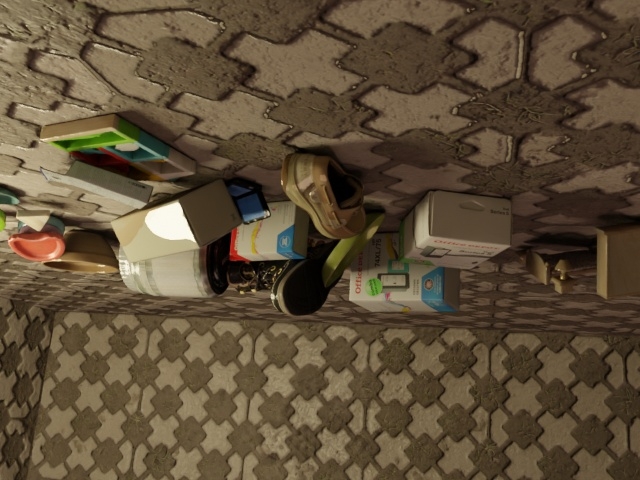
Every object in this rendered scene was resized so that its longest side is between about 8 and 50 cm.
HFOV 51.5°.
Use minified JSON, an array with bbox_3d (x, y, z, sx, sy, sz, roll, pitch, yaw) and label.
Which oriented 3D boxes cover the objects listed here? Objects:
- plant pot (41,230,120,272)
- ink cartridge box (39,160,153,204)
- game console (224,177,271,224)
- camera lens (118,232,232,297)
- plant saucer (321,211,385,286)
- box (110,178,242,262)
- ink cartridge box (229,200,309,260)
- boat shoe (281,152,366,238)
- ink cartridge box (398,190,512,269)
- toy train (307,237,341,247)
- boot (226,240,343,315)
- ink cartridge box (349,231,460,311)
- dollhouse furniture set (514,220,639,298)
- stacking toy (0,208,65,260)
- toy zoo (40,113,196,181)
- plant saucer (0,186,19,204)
[{"bbox_3d":[-0.758,0.034,2.116,0.237,0.109,0.237,2,169,0],"label":"plant pot"},{"bbox_3d":[-0.486,-0.128,1.448,0.224,0.045,0.223,18,174,-19],"label":"ink cartridge box"},{"bbox_3d":[-0.189,-0.090,1.563,0.107,0.071,0.122,15,161,-37],"label":"game console"},{"bbox_3d":[-0.390,0.048,1.856,0.274,0.219,0.219,0,165,14],"label":"camera lens"},{"bbox_3d":[0.075,0.015,1.676,0.037,0.241,0.241,39,169,9],"label":"plant saucer"},{"bbox_3d":[-0.348,-0.042,1.589,0.311,0.121,0.148,-11,-164,43],"label":"box"},{"bbox_3d":[-0.149,-0.021,1.690,0.231,0.134,0.078,-4,164,26],"label":"ink cartridge box"},{"bbox_3d":[0.038,-0.085,1.420,0.110,0.121,0.341,-2,163,25],"label":"boat shoe"},{"bbox_3d":[0.318,-0.018,1.607,0.198,0.114,0.273,6,165,-6],"label":"ink cartridge box"},{"bbox_3d":[0.000,0.000,1.920,0.166,0.046,0.125,13,153,-20],"label":"toy train"},{"bbox_3d":[-0.119,0.098,1.770,0.284,0.138,0.377,-3,-161,23],"label":"boot"},{"bbox_3d":[0.243,0.093,1.894,0.270,0.198,0.197,-3,164,24],"label":"ink cartridge box"},{"bbox_3d":[0.722,0.007,1.745,0.303,0.173,0.355,-7,-164,-5],"label":"dollhouse furniture set"},{"bbox_3d":[-0.888,-0.060,1.891,0.309,0.130,0.279,3,148,-18],"label":"stacking toy"},{"bbox_3d":[-0.394,-0.176,1.373,0.192,0.030,0.293,-3,164,26],"label":"toy zoo"},{"bbox_3d":[-0.848,-0.121,1.731,0.119,0.021,0.119,4,166,1],"label":"plant saucer"}]
